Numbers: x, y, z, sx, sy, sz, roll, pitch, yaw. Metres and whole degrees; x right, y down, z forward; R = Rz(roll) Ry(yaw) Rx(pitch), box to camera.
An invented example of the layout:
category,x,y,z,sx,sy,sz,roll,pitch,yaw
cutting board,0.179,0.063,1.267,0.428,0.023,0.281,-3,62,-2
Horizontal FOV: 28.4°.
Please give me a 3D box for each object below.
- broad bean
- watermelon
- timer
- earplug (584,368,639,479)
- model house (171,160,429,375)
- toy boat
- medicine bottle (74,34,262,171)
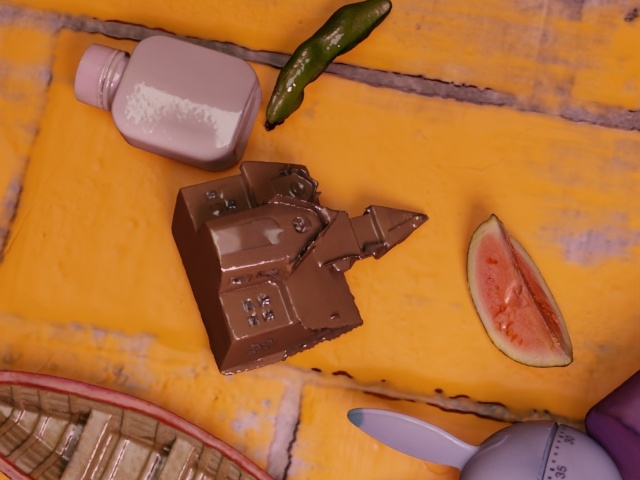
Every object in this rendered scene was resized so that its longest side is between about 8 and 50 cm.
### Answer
category,x,y,z,sx,sy,sz,roll,pitch,yaw
broad bean,0.003,-0.196,1.322,0.046,0.061,0.195,40,82,8
watermelon,0.204,0.054,1.252,0.069,0.087,0.163,-16,76,-33
timer,0.166,0.230,1.187,0.255,0.175,0.175,22,77,38
earplug,0.474,0.096,1.164,0.456,0.215,0.215,-40,78,-10
model house,0.000,0.000,1.241,0.248,0.176,0.181,-17,75,-18
toy boat,-0.201,0.215,1.221,0.392,0.079,0.136,23,81,10
medicine bottle,-0.160,-0.149,1.316,0.183,0.069,0.119,18,79,6
